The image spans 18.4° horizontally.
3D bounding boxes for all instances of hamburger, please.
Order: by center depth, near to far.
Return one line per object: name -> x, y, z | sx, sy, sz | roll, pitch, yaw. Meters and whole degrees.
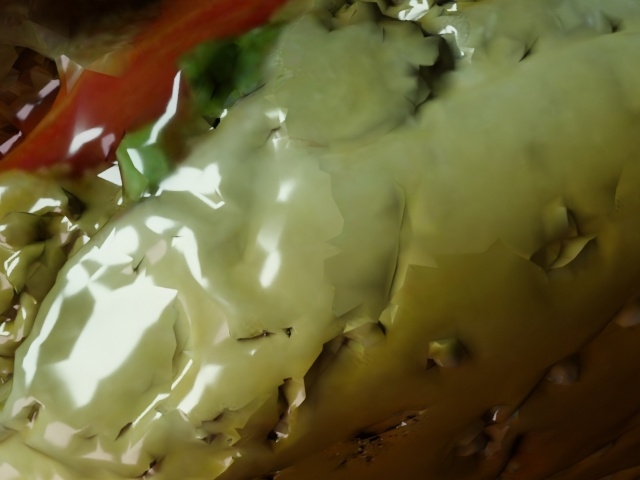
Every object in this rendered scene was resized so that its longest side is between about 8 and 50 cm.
hamburger -> 0.000, 0.000, 0.452 | 0.163, 0.244, 0.244 | 59, 159, 13
